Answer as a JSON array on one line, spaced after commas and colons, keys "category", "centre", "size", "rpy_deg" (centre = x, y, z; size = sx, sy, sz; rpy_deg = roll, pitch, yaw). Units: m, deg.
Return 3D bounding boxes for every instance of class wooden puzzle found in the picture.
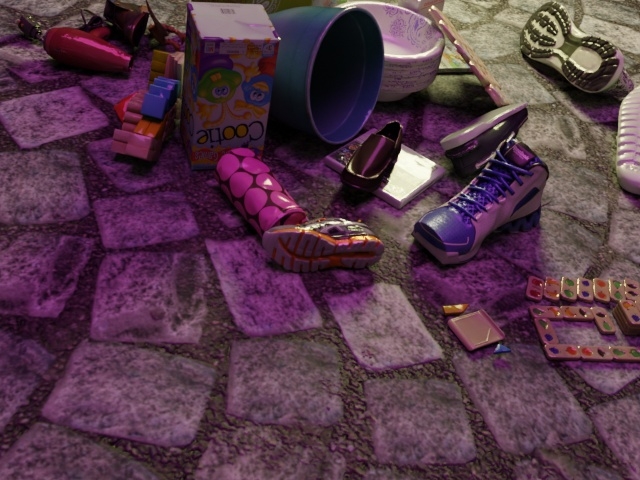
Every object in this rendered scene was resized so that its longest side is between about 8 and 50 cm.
[{"category": "wooden puzzle", "centre": [0.253, 0.147, 1.243], "size": [0.078, 0.014, 0.116], "rpy_deg": [-11, 45, -19]}]

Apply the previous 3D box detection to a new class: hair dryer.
[{"category": "hair dryer", "centre": [-0.513, -0.456, 1.692], "size": [0.223, 0.080, 0.293], "rpy_deg": [-23, 53, -36]}]

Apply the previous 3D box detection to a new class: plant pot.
[{"category": "plant pot", "centre": [-0.045, -0.362, 1.576], "size": [0.255, 0.272, 0.271], "rpy_deg": [20, 39, 31]}]

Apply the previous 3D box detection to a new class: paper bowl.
[{"category": "paper bowl", "centre": [0.137, -0.431, 1.773], "size": [0.284, 0.148, 0.284], "rpy_deg": [8, 41, -7]}]

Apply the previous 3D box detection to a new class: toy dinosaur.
[{"category": "toy dinosaur", "centre": [-0.363, -0.475, 1.733], "size": [0.112, 0.064, 0.211], "rpy_deg": [27, -2, -16]}]

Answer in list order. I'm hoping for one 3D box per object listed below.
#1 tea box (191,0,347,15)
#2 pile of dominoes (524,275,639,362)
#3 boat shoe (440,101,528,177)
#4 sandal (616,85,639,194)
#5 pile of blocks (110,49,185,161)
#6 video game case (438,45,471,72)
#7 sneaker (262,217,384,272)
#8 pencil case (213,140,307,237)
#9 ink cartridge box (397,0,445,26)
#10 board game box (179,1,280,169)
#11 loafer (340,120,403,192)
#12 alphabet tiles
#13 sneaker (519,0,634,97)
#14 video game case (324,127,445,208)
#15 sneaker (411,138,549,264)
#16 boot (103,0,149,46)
[{"category": "tea box", "centre": [-0.112, -0.632, 1.806], "size": [0.329, 0.324, 0.220], "rpy_deg": [-25, 52, -34]}, {"category": "pile of dominoes", "centre": [0.481, 0.121, 1.307], "size": [0.251, 0.040, 0.196], "rpy_deg": [3, 41, -11]}, {"category": "boat shoe", "centre": [0.363, -0.220, 1.636], "size": [0.302, 0.091, 0.114], "rpy_deg": [-30, 12, -37]}, {"category": "sandal", "centre": [0.762, -0.237, 1.754], "size": [0.169, 0.102, 0.416], "rpy_deg": [16, 51, 27]}, {"category": "pile of blocks", "centre": [-0.331, -0.290, 1.494], "size": [0.112, 0.149, 0.362], "rpy_deg": [14, 41, 1]}, {"category": "video game case", "centre": [0.321, -0.469, 1.965], "size": [0.166, 0.015, 0.119], "rpy_deg": [-6, 43, -20]}, {"category": "sneaker", "centre": [0.000, 0.000, 1.301], "size": [0.214, 0.084, 0.083], "rpy_deg": [5, 39, -24]}, {"category": "pencil case", "centre": [-0.104, -0.082, 1.360], "size": [0.098, 0.095, 0.209], "rpy_deg": [-6, 45, -38]}, {"category": "ink cartridge box", "centre": [0.245, -0.565, 1.891], "size": [0.067, 0.198, 0.115], "rpy_deg": [36, 47, 27]}, {"category": "board game box", "centre": [-0.177, -0.286, 1.428], "size": [0.144, 0.275, 0.142], "rpy_deg": [-4, 43, -19]}, {"category": "loafer", "centre": [0.102, -0.172, 1.485], "size": [0.080, 0.078, 0.220], "rpy_deg": [22, 41, 10]}, {"category": "alphabet tiles", "centre": [0.353, -0.427, 1.788], "size": [0.284, 0.021, 0.278], "rpy_deg": [56, 21, 6]}, {"category": "sneaker", "centre": [0.680, -0.486, 2.021], "size": [0.182, 0.158, 0.410], "rpy_deg": [24, 27, -37]}, {"category": "video game case", "centre": [0.133, -0.150, 1.547], "size": [0.190, 0.022, 0.173], "rpy_deg": [34, 45, 22]}, {"category": "sneaker", "centre": [0.312, -0.091, 1.400], "size": [0.315, 0.182, 0.127], "rpy_deg": [-22, 49, -33]}, {"category": "boot", "centre": [-0.456, -0.502, 1.738], "size": [0.106, 0.082, 0.219], "rpy_deg": [15, 23, -12]}]
